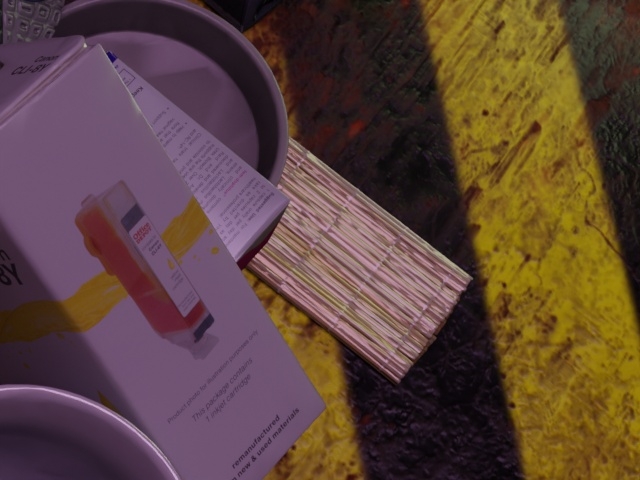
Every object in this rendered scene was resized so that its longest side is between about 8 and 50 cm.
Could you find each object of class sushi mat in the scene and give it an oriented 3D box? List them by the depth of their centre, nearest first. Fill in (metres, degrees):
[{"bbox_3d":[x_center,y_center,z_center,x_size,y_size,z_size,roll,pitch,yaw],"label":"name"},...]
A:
[{"bbox_3d":[0.000,0.000,1.746,0.316,0.019,0.151,38,61,-4],"label":"sushi mat"}]

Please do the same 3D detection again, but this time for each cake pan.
[{"bbox_3d":[-0.179,-0.107,1.681,0.293,0.054,0.293,4,68,-11],"label":"cake pan"}]

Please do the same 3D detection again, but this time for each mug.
[{"bbox_3d":[-0.233,0.322,1.361,0.374,0.328,0.276,46,62,0],"label":"mug"}]

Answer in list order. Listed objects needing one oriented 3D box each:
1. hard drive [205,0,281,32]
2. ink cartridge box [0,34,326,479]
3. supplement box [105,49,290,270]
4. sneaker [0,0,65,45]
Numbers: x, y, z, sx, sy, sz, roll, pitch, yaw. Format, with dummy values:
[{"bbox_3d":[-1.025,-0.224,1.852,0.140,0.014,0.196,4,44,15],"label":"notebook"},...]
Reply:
[{"bbox_3d":[-0.063,-0.362,1.838,0.172,0.054,0.254,41,62,-2],"label":"hard drive"},{"bbox_3d":[-0.215,0.038,1.419,0.160,0.279,0.384,-45,118,-30],"label":"ink cartridge box"},{"bbox_3d":[-0.152,-0.051,1.574,0.220,0.111,0.114,38,66,3],"label":"supplement box"},{"bbox_3d":[-0.338,-0.289,1.673,0.111,0.129,0.297,26,48,-54],"label":"sneaker"}]
